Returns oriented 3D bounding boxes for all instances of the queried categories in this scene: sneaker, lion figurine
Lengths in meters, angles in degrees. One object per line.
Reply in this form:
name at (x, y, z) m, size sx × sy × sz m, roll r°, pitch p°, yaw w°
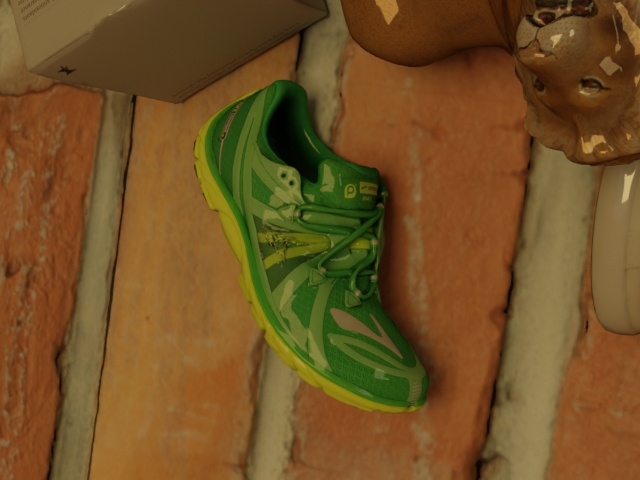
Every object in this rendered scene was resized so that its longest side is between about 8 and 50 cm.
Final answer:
sneaker at (0.000, 0.000, 0.849) m, size 0.123 × 0.109 × 0.296 m, roll -41°, pitch 69°, yaw 30°
sneaker at (0.260, -0.065, 0.685) m, size 0.123 × 0.106 × 0.290 m, roll 23°, pitch 100°, yaw 33°
lion figurine at (0.104, -0.180, 0.738) m, size 0.392 × 0.142 × 0.240 m, roll -161°, pitch 66°, yaw -66°

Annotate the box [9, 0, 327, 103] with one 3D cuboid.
box at (-0.125, -0.210, 0.887) m, size 0.181 × 0.182 × 0.119 m, roll -25°, pitch 75°, yaw 29°
